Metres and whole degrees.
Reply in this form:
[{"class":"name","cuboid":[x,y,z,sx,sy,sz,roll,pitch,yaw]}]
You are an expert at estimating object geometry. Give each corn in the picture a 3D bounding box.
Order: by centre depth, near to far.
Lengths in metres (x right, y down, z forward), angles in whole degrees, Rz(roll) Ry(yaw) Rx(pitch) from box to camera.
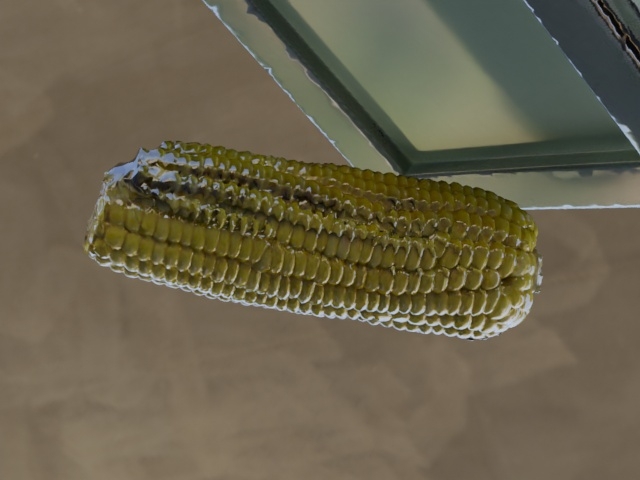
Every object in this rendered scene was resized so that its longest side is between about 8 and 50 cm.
[{"class":"corn","cuboid":[0.000,0.000,0.660,0.203,0.072,0.072,9,-53,-11]}]

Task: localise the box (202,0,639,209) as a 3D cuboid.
[{"class":"box","cuboid":[0.073,-0.119,0.674,0.225,0.117,0.225,0,-39,48]}]
